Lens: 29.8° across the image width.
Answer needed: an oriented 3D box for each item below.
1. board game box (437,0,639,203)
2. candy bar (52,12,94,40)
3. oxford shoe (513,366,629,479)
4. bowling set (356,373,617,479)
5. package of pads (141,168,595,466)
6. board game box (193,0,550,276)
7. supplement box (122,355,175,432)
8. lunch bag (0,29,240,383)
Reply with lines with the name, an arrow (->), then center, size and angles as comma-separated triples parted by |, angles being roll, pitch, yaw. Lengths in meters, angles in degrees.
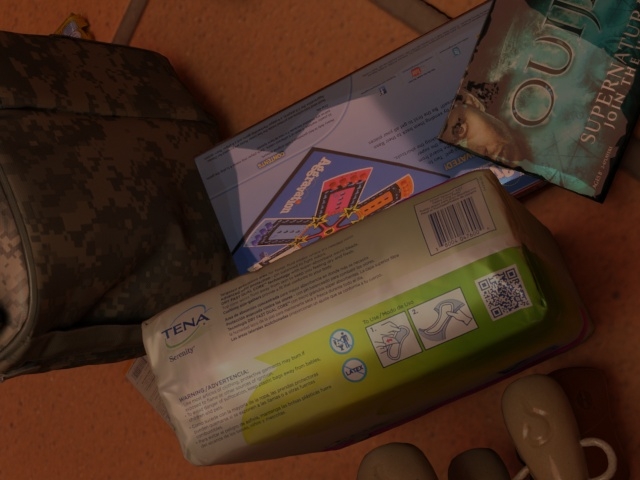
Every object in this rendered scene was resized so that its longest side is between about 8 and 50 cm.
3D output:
board game box -> 0.173, -0.134, 0.843 | 0.126, 0.026, 0.186 | 23, 95, 20
candy bar -> -0.281, -0.165, 1.202 | 0.161, 0.018, 0.040 | -41, 72, 28
oxford shoe -> 0.188, 0.191, 0.846 | 0.076, 0.076, 0.212 | 15, 114, 60
bowling set -> 0.091, 0.228, 0.824 | 0.287, 0.200, 0.154 | -28, 59, 15
package of pads -> 0.042, 0.059, 0.772 | 0.229, 0.296, 0.101 | -25, 76, 13
board game box -> 0.051, -0.062, 0.911 | 0.281, 0.027, 0.145 | -26, 74, 14
supplement box -> -0.120, 0.133, 1.066 | 0.098, 0.062, 0.036 | 43, 112, 26
lunch bag -> -0.205, -0.013, 0.977 | 0.212, 0.305, 0.256 | -51, 63, 25
